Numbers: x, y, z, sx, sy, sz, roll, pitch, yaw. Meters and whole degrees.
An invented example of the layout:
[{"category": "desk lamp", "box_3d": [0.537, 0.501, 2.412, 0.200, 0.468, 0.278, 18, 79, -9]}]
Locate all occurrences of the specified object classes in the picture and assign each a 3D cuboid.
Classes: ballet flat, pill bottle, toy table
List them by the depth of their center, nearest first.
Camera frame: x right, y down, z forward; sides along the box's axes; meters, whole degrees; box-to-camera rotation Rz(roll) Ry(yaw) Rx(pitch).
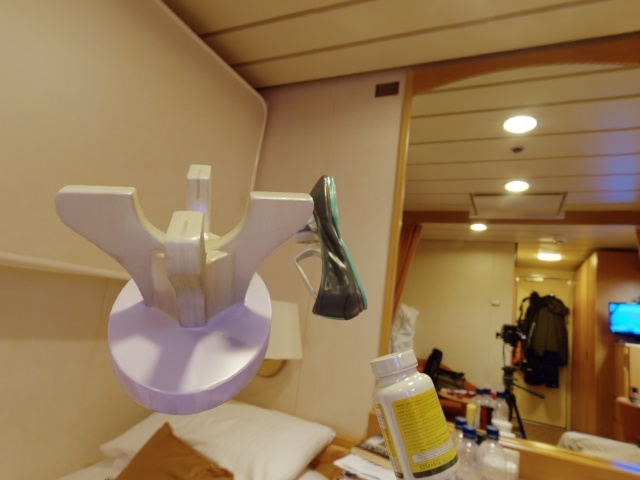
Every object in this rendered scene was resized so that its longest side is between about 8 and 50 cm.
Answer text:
[{"category": "pill bottle", "box_3d": [0.089, 0.173, 0.403, 0.065, 0.116, 0.065, -15, -14, -4]}, {"category": "toy table", "box_3d": [-0.137, 0.024, 0.443, 0.252, 0.161, 0.274, -5, 26, -24]}, {"category": "ballet flat", "box_3d": [0.000, 0.000, 0.656, 0.096, 0.281, 0.095, -12, -38, 0]}]

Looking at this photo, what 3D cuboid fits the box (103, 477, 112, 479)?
[{"category": "box", "box_3d": [-0.321, 0.479, 0.627, 0.164, 0.201, 0.021, 38, 9, -13]}]
